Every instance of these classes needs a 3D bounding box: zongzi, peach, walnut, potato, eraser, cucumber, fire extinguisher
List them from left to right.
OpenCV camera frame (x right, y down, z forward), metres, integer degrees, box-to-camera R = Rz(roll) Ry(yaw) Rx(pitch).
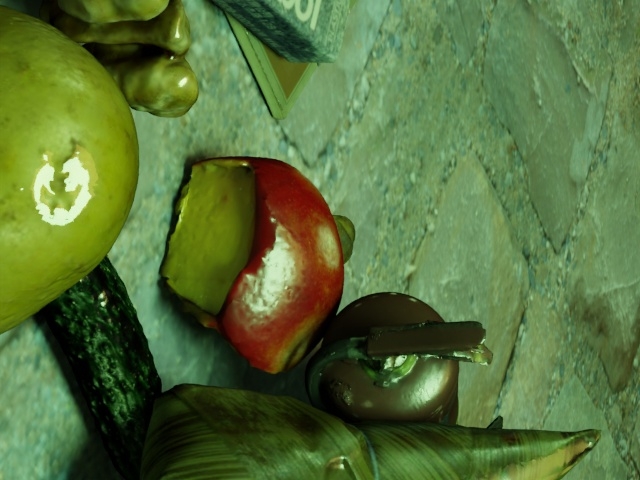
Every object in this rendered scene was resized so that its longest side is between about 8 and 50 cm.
[{"bbox_3d":[-0.165,-0.031,0.758,0.203,0.158,0.178,-54,137,-38],"label":"potato"},{"bbox_3d":[-0.123,-0.140,0.840,0.069,0.170,0.143,-25,128,-10],"label":"walnut"},{"bbox_3d":[-0.131,0.074,0.930,0.058,0.052,0.215,-33,128,-20],"label":"cucumber"},{"bbox_3d":[-0.047,-0.201,1.020,0.212,0.046,0.092,32,66,-55],"label":"eraser"},{"bbox_3d":[-0.039,0.012,1.037,0.118,0.151,0.151,-38,145,6],"label":"peach"},{"bbox_3d":[0.000,0.000,1.161,0.092,0.045,0.046,17,42,-63],"label":"potato"},{"bbox_3d":[0.027,0.232,0.978,0.300,0.138,0.286,-3,117,-17],"label":"zongzi"},{"bbox_3d":[0.066,0.111,1.090,0.341,0.141,0.105,78,6,-72],"label":"fire extinguisher"}]

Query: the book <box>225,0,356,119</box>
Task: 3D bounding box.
[{"bbox_3d":[-0.011,-0.233,1.140,0.242,0.018,0.170,-62,143,-35],"label":"book"}]
